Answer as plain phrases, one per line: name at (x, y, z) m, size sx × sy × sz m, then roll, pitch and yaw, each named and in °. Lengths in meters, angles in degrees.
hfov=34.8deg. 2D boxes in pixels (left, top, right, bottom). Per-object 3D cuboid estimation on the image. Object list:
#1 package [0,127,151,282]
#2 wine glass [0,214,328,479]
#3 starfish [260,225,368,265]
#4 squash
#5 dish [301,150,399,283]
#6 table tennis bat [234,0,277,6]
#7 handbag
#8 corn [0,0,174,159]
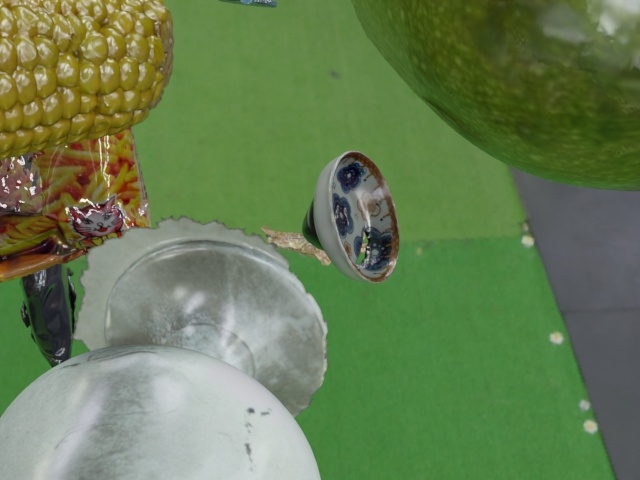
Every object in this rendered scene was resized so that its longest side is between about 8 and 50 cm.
package at (-0.273, -0.092, 1.014) m, size 0.223 × 0.288 × 0.108 m, roll 0°, pitch 14°, yaw 21°
wine glass at (-0.108, 0.151, 0.690) m, size 0.238 × 0.238 × 0.323 m, roll 6°, pitch 27°, yaw 4°
starfish at (0.000, 0.006, 1.839) m, size 0.231 × 0.048 × 0.295 m, roll -2°, pitch 9°, yaw -27°
squash at (0.166, -0.144, 0.652) m, size 0.310 × 0.310 × 0.309 m, roll 0°, pitch 39°, yaw -2°
dish at (0.017, -0.018, 1.073) m, size 0.078 × 0.141 × 0.141 m, roll -13°, pitch 40°, yaw 31°
table tennis bat at (-0.122, -0.398, 1.691) m, size 0.100 × 0.019 × 0.155 m, roll 7°, pitch 11°, yaw -3°
handbag at (-0.431, 0.065, 1.599) m, size 0.088 × 0.211 × 0.254 m, roll -11°, pitch 43°, yaw -12°
corn at (-0.214, -0.091, 0.521) m, size 0.321 × 0.119 × 0.119 m, roll -13°, pitch 46°, yaw -38°
